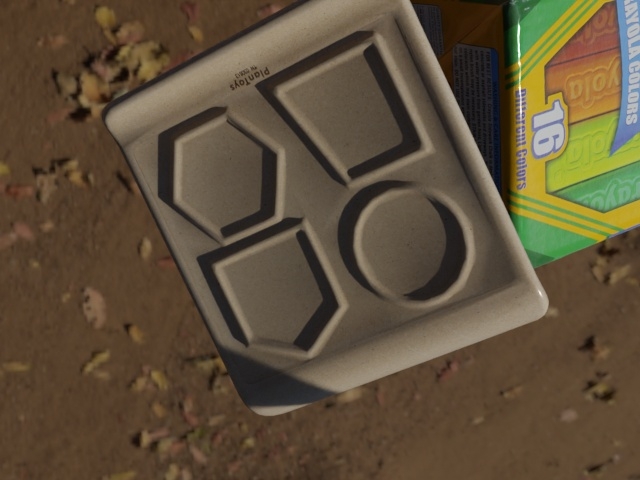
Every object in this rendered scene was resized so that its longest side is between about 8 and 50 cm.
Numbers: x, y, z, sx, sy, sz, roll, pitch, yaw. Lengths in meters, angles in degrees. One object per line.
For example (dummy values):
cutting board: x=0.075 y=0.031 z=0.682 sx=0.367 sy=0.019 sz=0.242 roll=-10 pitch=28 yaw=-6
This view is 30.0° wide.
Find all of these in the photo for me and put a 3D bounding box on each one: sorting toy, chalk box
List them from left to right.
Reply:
sorting toy: x=0.001 y=-0.020 z=0.662 sx=0.193 sy=0.038 sz=0.208 roll=-24 pitch=99 yaw=25
chalk box: x=0.174 y=-0.115 z=0.843 sx=0.289 sy=0.179 sz=0.180 roll=-20 pitch=114 yaw=-32
